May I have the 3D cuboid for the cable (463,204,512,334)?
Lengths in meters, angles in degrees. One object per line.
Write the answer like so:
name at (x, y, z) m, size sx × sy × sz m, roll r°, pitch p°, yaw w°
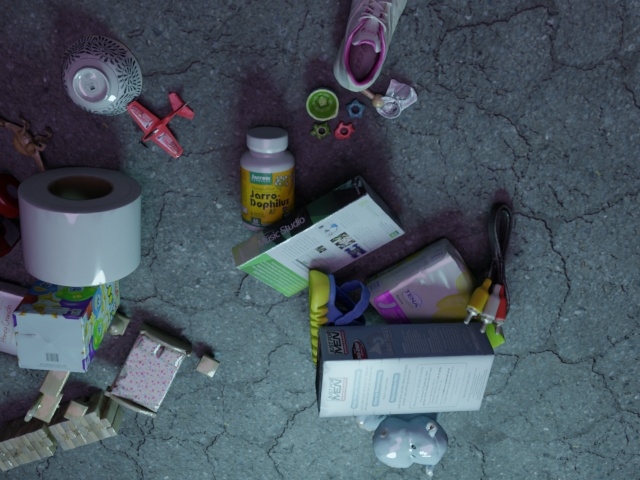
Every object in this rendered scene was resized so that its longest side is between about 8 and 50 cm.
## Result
cable at (0.402, 0.069, 1.596) m, size 0.139 × 0.072 × 0.287 m, roll 22°, pitch 85°, yaw -32°

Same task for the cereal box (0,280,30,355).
cereal box at (-0.763, 0.181, 1.709) m, size 0.240 × 0.047 × 0.173 m, roll 16°, pitch 115°, yaw -8°

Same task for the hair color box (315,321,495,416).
hair color box at (0.180, 0.289, 1.612) m, size 0.374 × 0.114 × 0.185 m, roll -1°, pitch 126°, yaw -7°

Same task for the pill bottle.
pill bottle at (-0.112, -0.131, 1.531) m, size 0.117 × 0.117 × 0.208 m, roll 2°, pitch 116°, yaw -1°

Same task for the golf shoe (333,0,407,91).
golf shoe at (0.106, -0.428, 1.364) m, size 0.115 × 0.140 × 0.306 m, roll 11°, pitch 110°, yaw -5°

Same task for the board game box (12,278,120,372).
board game box at (-0.549, 0.147, 1.584) m, size 0.144 × 0.275 × 0.142 m, roll 4°, pitch 117°, yaw -2°

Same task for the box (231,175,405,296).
box at (0.000, 0.000, 1.564) m, size 0.322 × 0.058 × 0.232 m, roll -30°, pitch 150°, yaw 13°

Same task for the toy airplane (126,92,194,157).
toy airplane at (-0.333, -0.253, 1.520) m, size 0.151 × 0.028 × 0.151 m, roll 0°, pitch 118°, yaw -1°

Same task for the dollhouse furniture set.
dollhouse furniture set at (-0.464, 0.361, 1.697) m, size 0.355 × 0.174 × 0.303 m, roll 28°, pitch 94°, yaw -12°

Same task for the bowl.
bowl at (-0.454, -0.323, 1.457) m, size 0.170 × 0.080 × 0.170 m, roll 0°, pitch 117°, yaw -1°

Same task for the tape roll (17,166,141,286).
tape roll at (-0.501, -0.035, 1.510) m, size 0.246 × 0.246 × 0.169 m, roll 6°, pitch 117°, yaw -3°

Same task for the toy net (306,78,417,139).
toy net at (0.089, -0.270, 1.500) m, size 0.232 × 0.045 × 0.122 m, roll -5°, pitch 116°, yaw 3°

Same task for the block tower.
block tower at (-0.686, 0.490, 1.862) m, size 0.335 × 0.097 × 0.091 m, roll -20°, pitch 115°, yaw 8°

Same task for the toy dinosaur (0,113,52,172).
toy dinosaur at (-0.619, -0.205, 1.543) m, size 0.092 × 0.053 × 0.183 m, roll -25°, pitch 107°, yaw 29°

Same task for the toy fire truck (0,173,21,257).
toy fire truck at (-0.766, -0.075, 1.485) m, size 0.169 × 0.254 × 0.302 m, roll -29°, pitch 113°, yaw 14°

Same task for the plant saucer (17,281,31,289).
plant saucer at (-0.762, 0.176, 1.744) m, size 0.192 × 0.018 × 0.067 m, roll -35°, pitch 112°, yaw 15°

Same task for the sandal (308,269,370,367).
sandal at (0.042, 0.194, 1.663) m, size 0.138 × 0.126 × 0.317 m, roll -3°, pitch 139°, yaw -4°

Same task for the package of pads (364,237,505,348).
package of pads at (0.276, 0.163, 1.686) m, size 0.229 × 0.101 × 0.296 m, roll -30°, pitch 113°, yaw 15°

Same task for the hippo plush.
hippo plush at (0.232, 0.481, 1.771) m, size 0.294 × 0.236 × 0.234 m, roll -2°, pitch 116°, yaw 1°
